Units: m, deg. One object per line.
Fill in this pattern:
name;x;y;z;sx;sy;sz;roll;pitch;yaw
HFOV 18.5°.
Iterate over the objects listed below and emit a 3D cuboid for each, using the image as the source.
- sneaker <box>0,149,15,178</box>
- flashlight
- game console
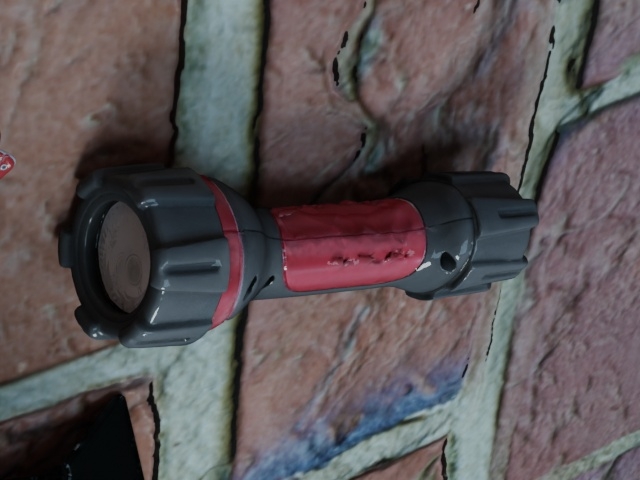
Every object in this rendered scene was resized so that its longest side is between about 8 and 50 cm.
sneaker;-0.178;-0.020;0.995;0.067;0.042;0.118;-34;141;-8
flashlight;0.000;0.000;1.138;0.304;0.103;0.103;-5;126;-39
game console;-0.166;0.161;1.214;0.107;0.071;0.122;-6;137;0
